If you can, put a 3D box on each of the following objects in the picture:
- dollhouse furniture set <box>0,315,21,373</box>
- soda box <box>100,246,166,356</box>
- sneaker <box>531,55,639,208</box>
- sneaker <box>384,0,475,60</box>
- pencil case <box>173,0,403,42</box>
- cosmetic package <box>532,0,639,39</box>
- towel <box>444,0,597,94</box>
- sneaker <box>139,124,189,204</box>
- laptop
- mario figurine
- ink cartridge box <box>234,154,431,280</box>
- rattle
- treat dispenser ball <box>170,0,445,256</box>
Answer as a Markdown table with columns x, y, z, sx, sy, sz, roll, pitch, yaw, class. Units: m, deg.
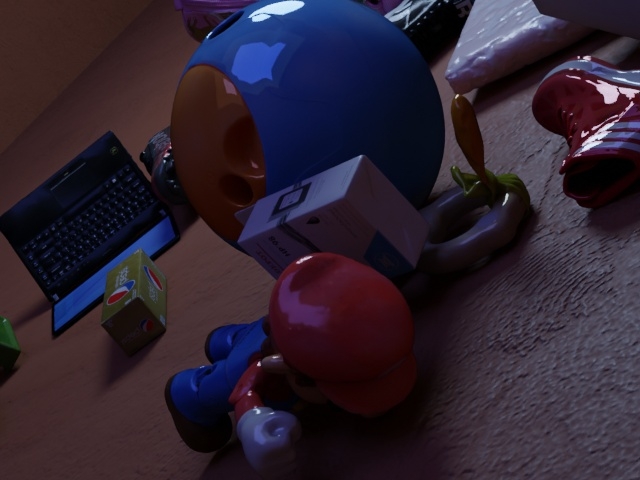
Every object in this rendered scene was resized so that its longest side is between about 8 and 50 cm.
| x | y | z | sx | sy | sz | roll | pitch | yaw | class |
| --- | --- | --- | --- | --- | --- | --- | --- | --- | --- |
| -0.510 | 0.234 | 1.974 | 0.197 | 0.151 | 0.301 | -56 | 34 | 12 | dollhouse furniture set |
| -0.236 | 0.076 | 1.839 | 0.061 | 0.058 | 0.181 | -36 | 18 | 7 | soda box |
| 0.237 | -0.099 | 1.325 | 0.128 | 0.087 | 0.221 | -43 | 18 | -17 | sneaker |
| 0.154 | -0.297 | 1.953 | 0.121 | 0.079 | 0.217 | -12 | 36 | 40 | sneaker |
| -0.028 | -0.369 | 2.142 | 0.386 | 0.167 | 0.160 | 3 | 66 | 30 | pencil case |
| 0.422 | -0.357 | 1.474 | 0.377 | 0.097 | 0.284 | -42 | 31 | -11 | cosmetic package |
| 0.320 | -0.320 | 1.736 | 0.332 | 0.053 | 0.317 | -27 | 21 | 30 | towel |
| -0.214 | -0.113 | 2.178 | 0.135 | 0.097 | 0.276 | -30 | 18 | 22 | sneaker |
| -0.351 | -0.016 | 2.142 | 0.234 | 0.264 | 0.136 | -38 | -18 | 1 | laptop |
| -0.011 | 0.127 | 1.269 | 0.320 | 0.170 | 0.198 | -27 | 54 | 59 | mario figurine |
| 0.000 | 0.000 | 1.352 | 0.180 | 0.104 | 0.060 | -23 | 33 | 41 | ink cartridge box |
| 0.087 | -0.033 | 1.378 | 0.199 | 0.143 | 0.130 | -15 | 48 | 38 | rattle |
| -0.014 | -0.113 | 1.507 | 0.288 | 0.288 | 0.288 | -34 | 19 | 13 | treat dispenser ball |
